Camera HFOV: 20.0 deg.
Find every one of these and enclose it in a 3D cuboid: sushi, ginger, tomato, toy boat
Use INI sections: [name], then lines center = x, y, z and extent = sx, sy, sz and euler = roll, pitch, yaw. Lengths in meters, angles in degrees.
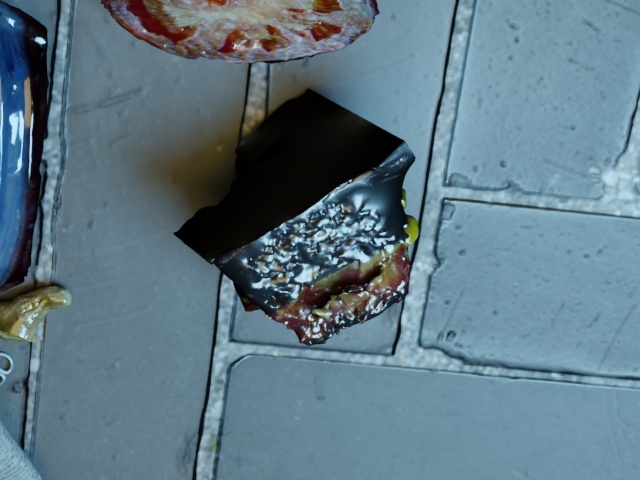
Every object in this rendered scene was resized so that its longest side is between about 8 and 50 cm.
[sushi]
center = 0.000, 0.000, 1.523
extent = 0.172, 0.153, 0.150
euler = -44, 129, -10
[ginger]
center = -0.263, 0.070, 1.586
extent = 0.097, 0.030, 0.048
euler = -13, 111, 2
[tomato]
center = -0.060, -0.215, 1.417
extent = 0.225, 0.225, 0.085
euler = 6, 69, -7
[toy boat]
center = -0.301, -0.069, 1.469
extent = 0.142, 0.129, 0.309
euler = -1, 121, -19

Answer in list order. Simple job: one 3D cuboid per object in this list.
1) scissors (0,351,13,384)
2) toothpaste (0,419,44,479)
[scissors]
center = -0.313, 0.100, 1.608
extent = 0.083, 0.006, 0.036
euler = 32, 104, -16
[toothpaste]
center = -0.322, 0.173, 1.591
extent = 0.114, 0.073, 0.299
euler = -18, 130, 3
